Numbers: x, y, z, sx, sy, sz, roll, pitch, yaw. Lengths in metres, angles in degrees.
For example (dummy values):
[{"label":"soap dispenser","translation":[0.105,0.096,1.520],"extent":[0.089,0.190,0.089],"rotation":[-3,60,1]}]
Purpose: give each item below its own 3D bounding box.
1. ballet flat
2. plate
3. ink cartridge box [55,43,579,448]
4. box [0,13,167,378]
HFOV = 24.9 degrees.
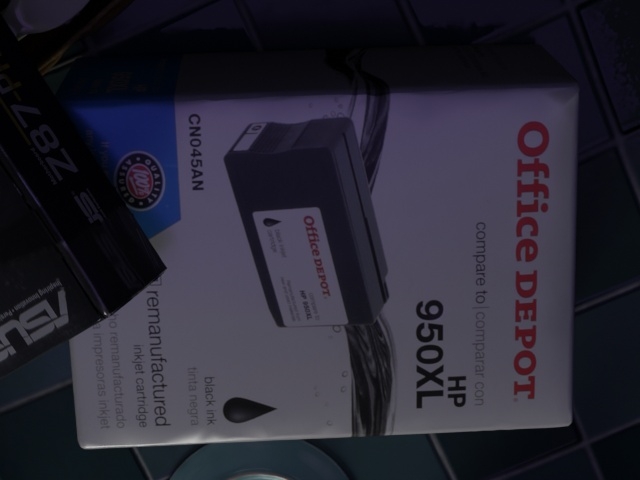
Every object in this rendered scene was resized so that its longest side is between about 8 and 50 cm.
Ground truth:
[{"label":"ballet flat","translation":[-0.253,-0.157,1.122],"extent":[0.342,0.124,0.116],"rotation":[-34,105,8]},{"label":"plate","translation":[-0.056,0.263,1.313],"extent":[0.188,0.024,0.188],"rotation":[0,107,-1]},{"label":"ink cartridge box","translation":[0.000,0.000,1.158],"extent":[0.394,0.166,0.286],"rotation":[-3,108,-2]},{"label":"box","translation":[-0.352,-0.015,1.083],"extent":[0.395,0.097,0.318],"rotation":[-28,99,31]}]
